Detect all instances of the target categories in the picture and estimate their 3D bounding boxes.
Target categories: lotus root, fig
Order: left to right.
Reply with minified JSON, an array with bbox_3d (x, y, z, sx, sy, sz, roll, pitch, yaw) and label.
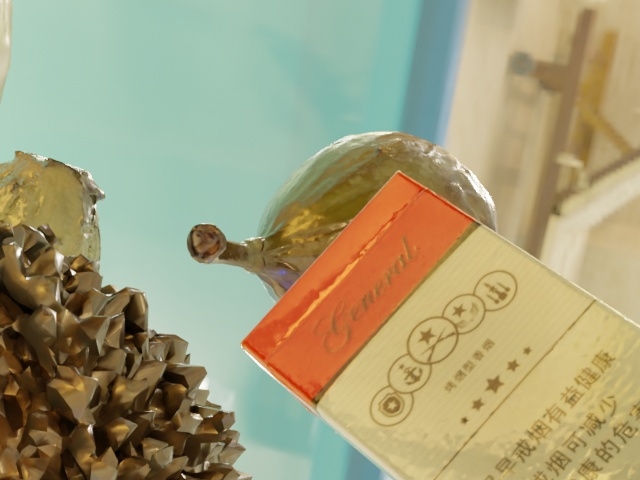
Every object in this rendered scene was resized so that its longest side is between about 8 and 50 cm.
[{"bbox_3d":[-0.212,0.008,1.075,0.070,0.143,0.144,9,104,-62],"label":"lotus root"},{"bbox_3d":[0.000,0.000,1.370,0.321,0.217,0.217,7,96,-45],"label":"fig"}]

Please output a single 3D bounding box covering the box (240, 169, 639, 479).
[{"bbox_3d":[0.078,0.069,0.808,0.139,0.245,0.035,-48,138,-8],"label":"box"}]

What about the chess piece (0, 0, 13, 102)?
[{"bbox_3d":[-0.152,-0.123,0.478,0.442,0.234,0.234,-62,163,11],"label":"chess piece"}]

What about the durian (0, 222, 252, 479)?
[{"bbox_3d":[-0.102,0.083,0.353,0.167,0.196,0.196,57,47,-46],"label":"durian"}]
